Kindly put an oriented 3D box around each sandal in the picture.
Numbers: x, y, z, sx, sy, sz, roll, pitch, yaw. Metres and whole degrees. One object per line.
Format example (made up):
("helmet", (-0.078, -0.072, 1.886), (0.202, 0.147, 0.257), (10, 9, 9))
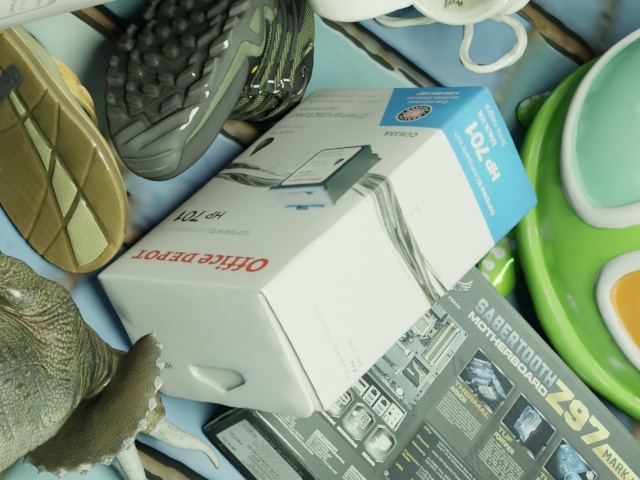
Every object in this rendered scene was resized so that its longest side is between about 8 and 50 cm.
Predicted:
("sandal", (-0.152, -0.069, 1.052), (0.180, 0.072, 0.049), (57, 31, 5))

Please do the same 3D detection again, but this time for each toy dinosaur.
("toy dinosaur", (-0.189, 0.063, 0.933), (0.313, 0.121, 0.160), (-12, 64, -40))

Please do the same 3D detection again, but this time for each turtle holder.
("turtle holder", (0.270, -0.038, 1.206), (0.320, 0.227, 0.243), (-35, 91, -38))

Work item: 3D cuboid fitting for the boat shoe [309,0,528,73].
("boat shoe", (0.080, -0.178, 1.176), (0.367, 0.135, 0.156), (-34, 120, -66))

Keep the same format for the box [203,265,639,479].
("box", (0.073, 0.122, 1.116), (0.233, 0.059, 0.183), (47, 53, -8))

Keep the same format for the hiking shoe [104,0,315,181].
("hiking shoe", (-0.043, -0.099, 1.100), (0.114, 0.086, 0.227), (59, 37, -35))

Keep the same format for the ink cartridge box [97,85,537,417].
("ink cartridge box", (0.000, 0.000, 1.051), (0.190, 0.139, 0.082), (-41, 119, -34))

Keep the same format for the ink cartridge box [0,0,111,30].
("ink cartridge box", (-0.209, -0.205, 0.971), (0.353, 0.119, 0.207), (-18, 81, -20))
